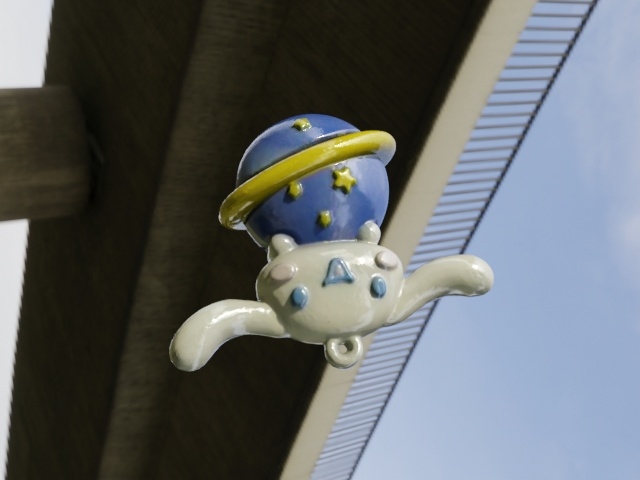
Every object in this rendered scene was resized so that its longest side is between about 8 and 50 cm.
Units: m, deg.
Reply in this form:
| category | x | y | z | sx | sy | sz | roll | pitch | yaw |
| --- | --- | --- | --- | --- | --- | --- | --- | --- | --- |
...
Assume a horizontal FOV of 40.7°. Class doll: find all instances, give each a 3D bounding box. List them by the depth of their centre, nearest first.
| category | x | y | z | sx | sy | sz | roll | pitch | yaw |
| --- | --- | --- | --- | --- | --- | --- | --- | --- | --- |
| doll | -0.028 | 0.010 | 0.853 | 0.243 | 0.310 | 0.159 | 64 | -17 | -1 |
